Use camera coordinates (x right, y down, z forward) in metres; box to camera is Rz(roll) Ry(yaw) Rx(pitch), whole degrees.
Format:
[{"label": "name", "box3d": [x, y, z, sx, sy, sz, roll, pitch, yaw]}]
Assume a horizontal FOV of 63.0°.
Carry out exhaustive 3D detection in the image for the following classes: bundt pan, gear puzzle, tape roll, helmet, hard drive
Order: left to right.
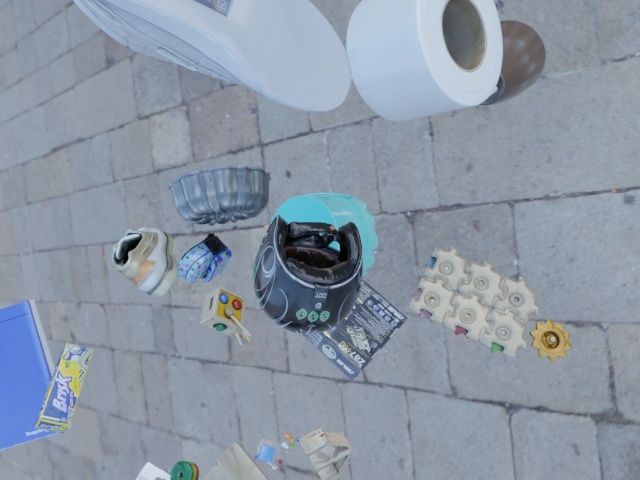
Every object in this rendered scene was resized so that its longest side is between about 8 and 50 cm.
[{"label": "hard drive", "box3d": [-0.742, 0.325, 1.250, 0.210, 0.040, 0.319, -18, 89, 4]}, {"label": "bundt pan", "box3d": [-0.310, -0.130, 1.667, 0.330, 0.330, 0.124, -17, 79, 40]}, {"label": "helmet", "box3d": [-0.019, 0.049, 0.742, 0.169, 0.169, 0.162, 53, 149, 21]}, {"label": "tape roll", "box3d": [0.190, -0.349, 0.941, 0.169, 0.246, 0.247, 2, 97, 51]}, {"label": "gear puzzle", "box3d": [0.368, 0.147, 1.110, 0.338, 0.044, 0.176, 25, 72, 10]}]

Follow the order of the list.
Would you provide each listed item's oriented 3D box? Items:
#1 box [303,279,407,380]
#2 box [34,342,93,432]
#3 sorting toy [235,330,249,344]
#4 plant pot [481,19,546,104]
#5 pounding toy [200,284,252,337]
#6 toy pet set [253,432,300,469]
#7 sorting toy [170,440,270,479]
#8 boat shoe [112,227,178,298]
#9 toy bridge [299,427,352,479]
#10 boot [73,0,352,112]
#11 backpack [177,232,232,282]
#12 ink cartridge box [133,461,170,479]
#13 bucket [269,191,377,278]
[{"label": "box", "box3d": [0.076, 0.261, 1.901, 0.395, 0.318, 0.097, 40, 138, 12]}, {"label": "box", "box3d": [-0.527, 0.302, 1.077, 0.054, 0.059, 0.169, -45, 32, 39]}, {"label": "sorting toy", "box3d": [-0.339, 0.407, 2.245, 0.012, 0.062, 0.083, -34, 76, 23]}, {"label": "plant pot", "box3d": [0.488, -0.468, 1.451, 0.215, 0.230, 0.216, 21, 134, 23]}, {"label": "pounding toy", "box3d": [-0.283, 0.228, 1.604, 0.100, 0.130, 0.141, -31, 43, 35]}, {"label": "toy pet set", "box3d": [-0.136, 0.653, 1.599, 0.122, 0.114, 0.065, -57, 20, 18]}, {"label": "sorting toy", "box3d": [-0.129, 0.435, 0.858, 0.274, 0.046, 0.132, 35, 84, 35]}, {"label": "boat shoe", "box3d": [-0.391, 0.022, 1.141, 0.113, 0.103, 0.302, -55, 30, -3]}, {"label": "toy bridge", "box3d": [0.016, 0.318, 0.777, 0.026, 0.063, 0.188, 56, 168, 37]}, {"label": "boot", "box3d": [-0.100, -0.195, 0.480, 0.123, 0.258, 0.095, 15, 81, 61]}, {"label": "backpack", "box3d": [-0.415, 0.079, 1.824, 0.117, 0.173, 0.158, 42, 130, 8]}, {"label": "ink cartridge box", "box3d": [-0.366, 0.569, 1.058, 0.115, 0.198, 0.067, 34, 152, -5]}, {"label": "bucket", "box3d": [0.000, 0.000, 1.437, 0.281, 0.183, 0.282, -1, 88, 36]}]
